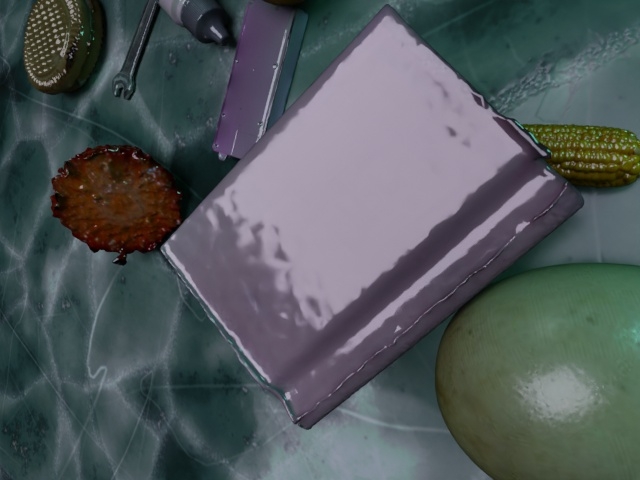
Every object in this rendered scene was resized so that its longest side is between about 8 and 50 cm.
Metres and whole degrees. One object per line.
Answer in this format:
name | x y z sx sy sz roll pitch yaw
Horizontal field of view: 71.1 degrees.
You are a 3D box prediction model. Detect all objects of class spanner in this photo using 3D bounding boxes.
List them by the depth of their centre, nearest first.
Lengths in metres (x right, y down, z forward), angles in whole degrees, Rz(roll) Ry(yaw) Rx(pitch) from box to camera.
spanner | -0.364 -0.432 0.917 0.071 0.017 0.302 34 106 25

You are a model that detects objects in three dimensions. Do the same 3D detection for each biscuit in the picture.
biscuit | -0.585 -0.453 1.011 0.259 0.079 0.259 -1 88 30

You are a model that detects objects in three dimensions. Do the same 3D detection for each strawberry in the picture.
strawberry | -0.376 -0.096 0.852 0.234 0.234 0.178 -50 36 20

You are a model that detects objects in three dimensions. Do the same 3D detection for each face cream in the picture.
face cream | -0.260 -0.457 0.806 0.311 0.092 0.092 48 112 14

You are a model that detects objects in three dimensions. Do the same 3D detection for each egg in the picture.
egg | 0.258 0.127 0.424 0.295 0.218 0.218 -16 80 18

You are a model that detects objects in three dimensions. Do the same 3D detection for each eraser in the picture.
eraser | 0.036 -0.014 0.492 0.359 0.122 0.272 -45 77 14

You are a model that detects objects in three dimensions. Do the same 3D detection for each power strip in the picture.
power strip | -0.103 -0.262 0.746 0.109 0.037 0.279 20 99 29

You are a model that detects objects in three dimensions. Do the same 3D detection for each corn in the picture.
corn | 0.258 -0.100 0.513 0.207 0.068 0.068 13 96 30

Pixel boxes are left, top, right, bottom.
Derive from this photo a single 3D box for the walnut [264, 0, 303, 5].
walnut | -0.027 -0.433 0.672 0.167 0.087 0.211 38 91 23
